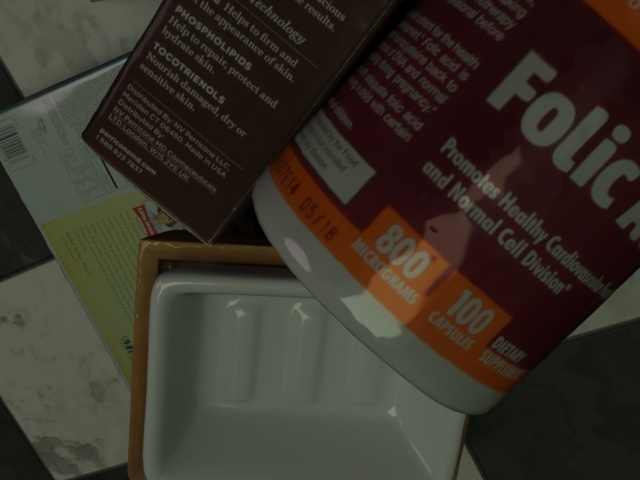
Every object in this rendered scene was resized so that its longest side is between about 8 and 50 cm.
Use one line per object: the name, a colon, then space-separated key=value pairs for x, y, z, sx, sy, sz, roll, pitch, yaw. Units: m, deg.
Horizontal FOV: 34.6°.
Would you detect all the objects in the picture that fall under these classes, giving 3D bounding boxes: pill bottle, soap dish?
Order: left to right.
soap dish: x=-0.013 y=0.101 z=0.879 sx=0.290 sy=0.118 sz=0.229 roll=3 pitch=114 yaw=-7
pill bottle: x=0.161 y=-0.097 z=0.658 sx=0.224 sy=0.224 sz=0.392 roll=42 pitch=100 yaw=-4

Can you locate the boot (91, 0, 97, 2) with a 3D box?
boot: x=-0.149 y=-0.249 z=0.851 sx=0.158 sy=0.059 sz=0.085 roll=-9 pitch=115 yaw=33

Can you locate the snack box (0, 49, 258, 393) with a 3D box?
snack box: x=-0.161 y=-0.006 z=0.969 sx=0.187 sy=0.060 sz=0.322 roll=-17 pitch=108 yaw=26

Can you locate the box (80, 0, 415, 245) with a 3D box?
box: x=-0.001 y=-0.193 z=0.743 sx=0.143 sy=0.191 sz=0.381 roll=41 pitch=121 yaw=-2
